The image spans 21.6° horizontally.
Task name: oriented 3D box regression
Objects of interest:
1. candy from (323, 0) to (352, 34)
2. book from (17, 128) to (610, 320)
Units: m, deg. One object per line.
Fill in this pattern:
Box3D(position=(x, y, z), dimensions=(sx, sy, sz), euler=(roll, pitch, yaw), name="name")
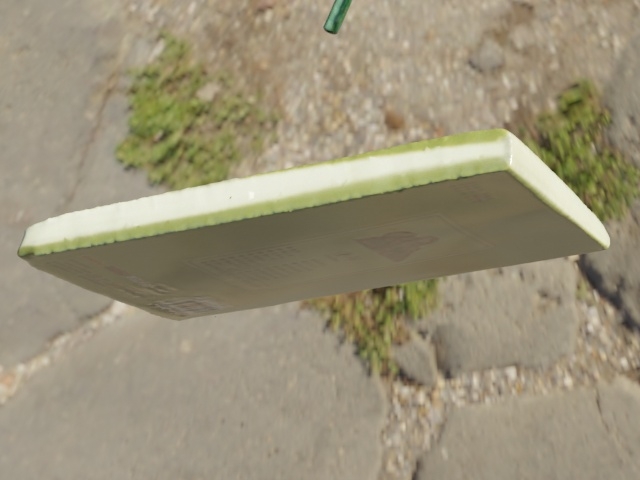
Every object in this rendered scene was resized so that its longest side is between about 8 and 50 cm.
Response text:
Box3D(position=(0.061, -0.287, 1.174), dimensions=(0.091, 0.083, 0.305), euler=(13, 106, -43), name="candy")
Box3D(position=(0.000, 0.000, 1.157), dimensions=(0.352, 0.239, 0.035), euler=(-11, 72, 22), name="book")
